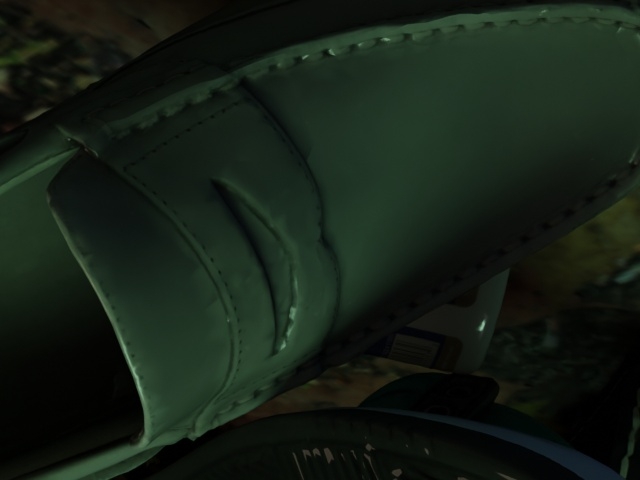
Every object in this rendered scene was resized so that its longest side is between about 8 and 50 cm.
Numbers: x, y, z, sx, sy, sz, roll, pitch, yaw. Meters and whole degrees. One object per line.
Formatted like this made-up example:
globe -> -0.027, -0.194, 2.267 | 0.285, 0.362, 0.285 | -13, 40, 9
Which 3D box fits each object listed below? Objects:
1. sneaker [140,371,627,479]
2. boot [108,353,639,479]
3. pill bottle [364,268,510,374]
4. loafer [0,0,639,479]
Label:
sneaker -> 0.041, 0.103, 0.578 | 0.178, 0.124, 0.295 | -10, 176, -38
boot -> -0.013, 0.148, 0.785 | 0.284, 0.138, 0.377 | 25, 134, 1
pill bottle -> 0.000, 0.000, 0.615 | 0.120, 0.067, 0.067 | 13, 149, -1
loafer -> -0.044, 0.011, 0.492 | 0.319, 0.111, 0.112 | -24, 116, -4
